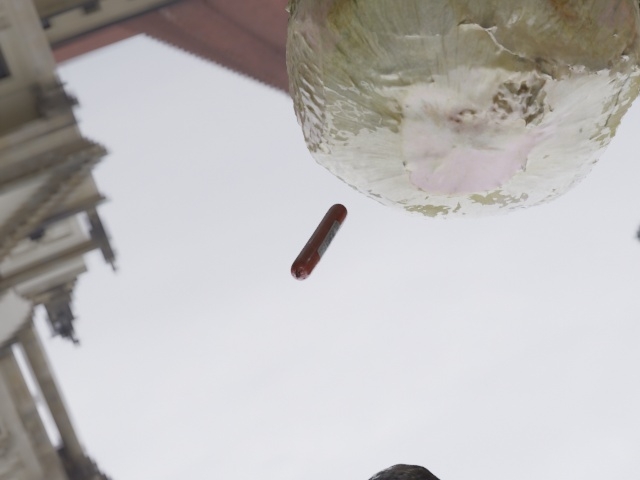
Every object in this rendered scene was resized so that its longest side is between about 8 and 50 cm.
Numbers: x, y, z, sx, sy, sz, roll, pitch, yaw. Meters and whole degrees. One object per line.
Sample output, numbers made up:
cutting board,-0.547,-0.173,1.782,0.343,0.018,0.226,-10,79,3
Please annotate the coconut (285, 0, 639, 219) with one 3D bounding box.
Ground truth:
coconut,0.116,-0.155,1.160,0.297,0.297,0.254,-12,-131,18

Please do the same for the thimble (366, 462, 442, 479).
thimble,0.105,0.362,1.810,0.150,0.150,0.098,-10,-179,24

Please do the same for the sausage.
sausage,0.000,0.000,1.862,0.029,0.029,0.223,-11,-159,21
